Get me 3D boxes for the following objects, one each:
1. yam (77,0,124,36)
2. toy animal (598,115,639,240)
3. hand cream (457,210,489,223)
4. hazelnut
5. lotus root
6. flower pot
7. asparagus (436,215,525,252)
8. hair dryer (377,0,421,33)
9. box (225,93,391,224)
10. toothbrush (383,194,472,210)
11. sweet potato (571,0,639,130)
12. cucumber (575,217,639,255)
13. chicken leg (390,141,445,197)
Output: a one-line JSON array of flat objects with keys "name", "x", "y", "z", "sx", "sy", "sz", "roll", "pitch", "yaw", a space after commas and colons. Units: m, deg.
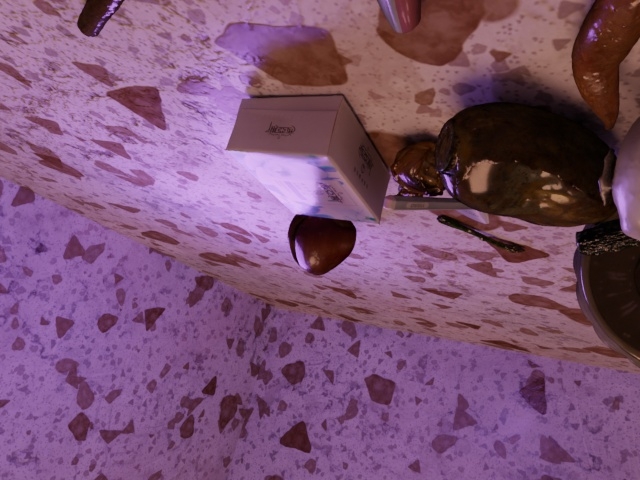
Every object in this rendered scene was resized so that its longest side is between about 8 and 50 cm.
[{"name": "yam", "x": -0.257, "y": -0.338, "z": 0.694, "sx": 0.045, "sy": 0.045, "sz": 0.327, "roll": -11, "pitch": -175, "yaw": -38}, {"name": "toy animal", "x": 0.485, "y": -0.073, "z": 0.548, "sx": 0.182, "sy": 0.247, "sz": 0.310, "roll": 7, "pitch": -172, "yaw": -36}, {"name": "hand cream", "x": 0.279, "y": -0.093, "z": 0.981, "sx": 0.079, "sy": 0.048, "sz": 0.255, "roll": 34, "pitch": 172, "yaw": 24}, {"name": "hazelnut", "x": 0.000, "y": 0.000, "z": 1.343, "sx": 0.178, "sy": 0.178, "sz": 0.204, "roll": 26, "pitch": 178, "yaw": -30}, {"name": "lotus root", "x": 0.289, "y": -0.108, "z": 0.742, "sx": 0.274, "sy": 0.152, "sz": 0.160, "roll": 12, "pitch": 163, "yaw": -18}, {"name": "flower pot", "x": 0.561, "y": 0.056, "z": 0.818, "sx": 0.307, "sy": 0.307, "sz": 0.244, "roll": 7, "pitch": 178, "yaw": 30}, {"name": "asparagus", "x": 0.373, "y": -0.011, "z": 1.226, "sx": 0.232, "sy": 0.023, "sz": 0.022, "roll": 20, "pitch": -152, "yaw": -13}, {"name": "hair dryer", "x": 0.036, "y": -0.289, "z": 0.587, "sx": 0.154, "sy": 0.054, "sz": 0.106, "roll": 22, "pitch": 171, "yaw": 19}, {"name": "box", "x": -0.010, "y": -0.141, "z": 0.982, "sx": 0.203, "sy": 0.116, "sz": 0.274, "roll": 7, "pitch": 162, "yaw": 27}, {"name": "toothbrush", "x": 0.255, "y": -0.061, "z": 0.924, "sx": 0.342, "sy": 0.025, "sz": 0.030, "roll": 0, "pitch": -158, "yaw": -26}, {"name": "sweet potato", "x": 0.294, "y": -0.216, "z": 0.532, "sx": 0.067, "sy": 0.059, "sz": 0.281, "roll": 23, "pitch": 167, "yaw": 25}, {"name": "cucumber", "x": 0.479, "y": -0.027, "z": 0.709, "sx": 0.256, "sy": 0.043, "sz": 0.044, "roll": -15, "pitch": 114, "yaw": 25}, {"name": "chicken leg", "x": 0.178, "y": -0.112, "z": 0.981, "sx": 0.107, "sy": 0.087, "sz": 0.251, "roll": 24, "pitch": 171, "yaw": 4}]
